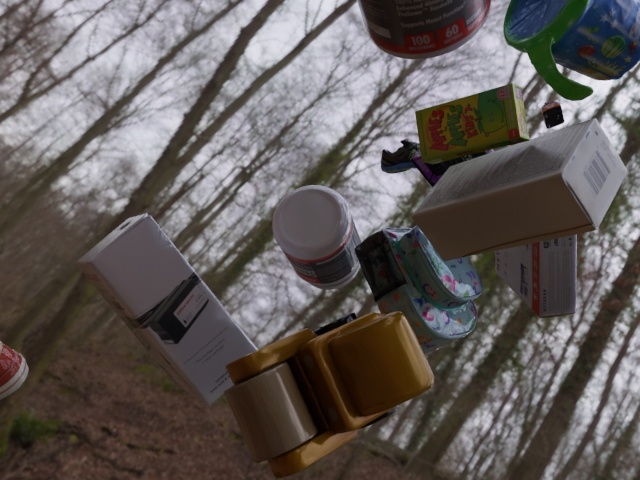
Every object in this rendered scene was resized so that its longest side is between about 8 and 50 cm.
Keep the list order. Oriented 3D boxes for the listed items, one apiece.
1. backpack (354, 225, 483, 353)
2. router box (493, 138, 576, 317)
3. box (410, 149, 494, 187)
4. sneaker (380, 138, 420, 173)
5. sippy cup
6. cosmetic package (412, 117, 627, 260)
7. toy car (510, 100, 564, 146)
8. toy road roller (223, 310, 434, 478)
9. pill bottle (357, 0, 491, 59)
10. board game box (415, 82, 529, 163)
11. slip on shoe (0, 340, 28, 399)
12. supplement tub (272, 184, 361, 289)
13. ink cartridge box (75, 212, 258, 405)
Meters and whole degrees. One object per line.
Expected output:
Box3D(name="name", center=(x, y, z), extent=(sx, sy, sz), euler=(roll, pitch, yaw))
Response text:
Box3D(name="backpack", center=(0.211, 0.095, 1.549), extent=(0.191, 0.225, 0.253), euler=(-29, -110, 37))
Box3D(name="router box", center=(0.465, -0.040, 1.678), extent=(0.301, 0.082, 0.335), euler=(-108, -168, -74))
Box3D(name="box", center=(0.273, -0.146, 1.501), extent=(0.162, 0.029, 0.116), euler=(-16, -52, 44))
Box3D(name="sneaker", center=(0.229, -0.214, 1.856), extent=(0.188, 0.067, 0.078), euler=(-10, -94, 29))
Box3D(name="sippy cup", center=(0.516, -0.428, 1.479), extent=(0.224, 0.305, 0.240), euler=(25, 14, -20))
Box3D(name="cosmetic package", center=(0.322, -0.076, 1.264), extent=(0.113, 0.160, 0.309), euler=(52, -35, -16))
Box3D(name="toy car", center=(0.381, -0.212, 1.373), extent=(0.122, 0.040, 0.060), euler=(-31, -37, 29))
Box3D(name="toy road roller", center=(0.031, 0.231, 1.269), extent=(0.240, 0.329, 0.202), euler=(-33, -100, 51))
Box3D(name="pill bottle", center=(0.128, -0.462, 1.118), extent=(0.210, 0.210, 0.363), euler=(23, -21, 30))
Box3D(name="board game box", center=(0.254, -0.195, 1.293), extent=(0.181, 0.043, 0.092), euler=(-11, -97, 35))
Box3D(name="slip on shoe", center=(-0.645, 0.241, 1.230), extent=(0.123, 0.331, 0.101), euler=(-110, 177, -56))
Box3D(name="supplement tub", center=(0.000, 0.000, 1.897), extent=(0.191, 0.191, 0.272), euler=(29, -15, 22))
Box3D(name="ink cartridge box", center=(-0.342, 0.148, 1.681), extent=(0.395, 0.166, 0.285), euler=(54, -20, -12))
